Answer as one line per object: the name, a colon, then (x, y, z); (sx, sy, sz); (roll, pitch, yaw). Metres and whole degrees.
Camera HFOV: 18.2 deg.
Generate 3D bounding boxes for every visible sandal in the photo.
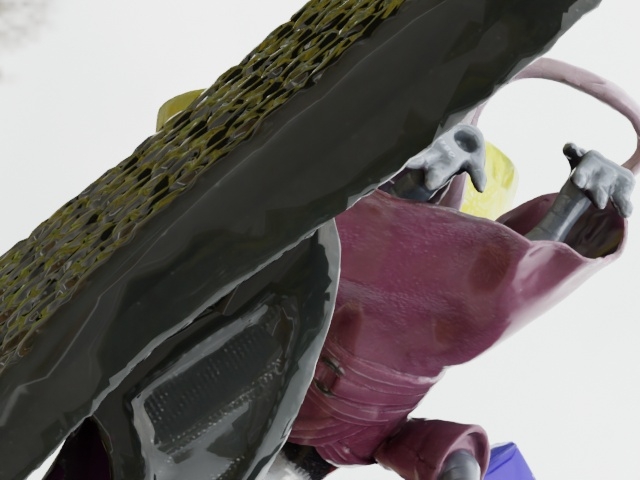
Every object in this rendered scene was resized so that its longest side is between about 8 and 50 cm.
sandal: (-0.046, 0.036, 0.657); (0.446, 0.107, 0.167); (-40, -165, 7)

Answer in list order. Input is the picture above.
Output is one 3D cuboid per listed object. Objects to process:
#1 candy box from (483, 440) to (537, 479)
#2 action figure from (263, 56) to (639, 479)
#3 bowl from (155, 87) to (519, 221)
candy box: (0.092, 0.341, 1.380); (0.317, 0.268, 0.122); (62, -29, -3)
action figure: (0.026, 0.053, 1.321); (0.370, 0.248, 0.275); (-58, -177, 38)
bowl: (0.000, 0.000, 1.557); (0.289, 0.289, 0.156); (-19, -122, 64)
